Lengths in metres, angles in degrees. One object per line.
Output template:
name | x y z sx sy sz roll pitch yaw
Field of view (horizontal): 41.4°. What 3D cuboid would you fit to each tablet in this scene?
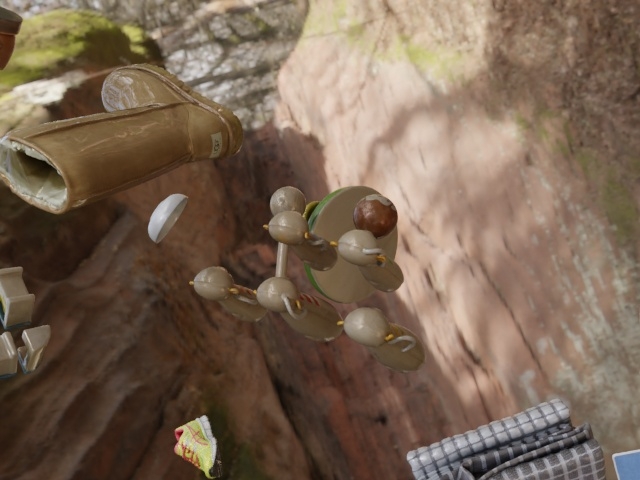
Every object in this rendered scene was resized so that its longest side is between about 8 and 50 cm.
tablet | 0.372 0.253 0.942 0.006 0.083 0.054 -63 -44 -71

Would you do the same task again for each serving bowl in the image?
serving bowl | -0.232 -0.037 1.259 0.027 0.083 0.083 33 177 -1

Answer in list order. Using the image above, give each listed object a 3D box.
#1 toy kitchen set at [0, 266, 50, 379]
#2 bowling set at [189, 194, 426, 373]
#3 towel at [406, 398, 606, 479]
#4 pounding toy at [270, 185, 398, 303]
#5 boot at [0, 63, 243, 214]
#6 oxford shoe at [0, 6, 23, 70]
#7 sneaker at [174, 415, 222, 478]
toy kitchen set | -0.535 0.148 1.273 0.166 0.207 0.122 57 135 26
bowling set | 0.002 0.018 0.960 0.154 0.287 0.199 41 -116 -58
towel | 0.265 0.365 1.130 0.121 0.235 0.283 -110 0 -53
pounding toy | 0.000 0.000 1.310 0.110 0.237 0.182 13 100 49
boot | -0.254 -0.128 0.966 0.236 0.270 0.089 22 120 31
oxford shoe | -0.438 -0.236 0.910 0.076 0.212 0.076 -105 35 -62
sneaker | -0.279 0.477 1.911 0.208 0.094 0.081 -140 41 -65
